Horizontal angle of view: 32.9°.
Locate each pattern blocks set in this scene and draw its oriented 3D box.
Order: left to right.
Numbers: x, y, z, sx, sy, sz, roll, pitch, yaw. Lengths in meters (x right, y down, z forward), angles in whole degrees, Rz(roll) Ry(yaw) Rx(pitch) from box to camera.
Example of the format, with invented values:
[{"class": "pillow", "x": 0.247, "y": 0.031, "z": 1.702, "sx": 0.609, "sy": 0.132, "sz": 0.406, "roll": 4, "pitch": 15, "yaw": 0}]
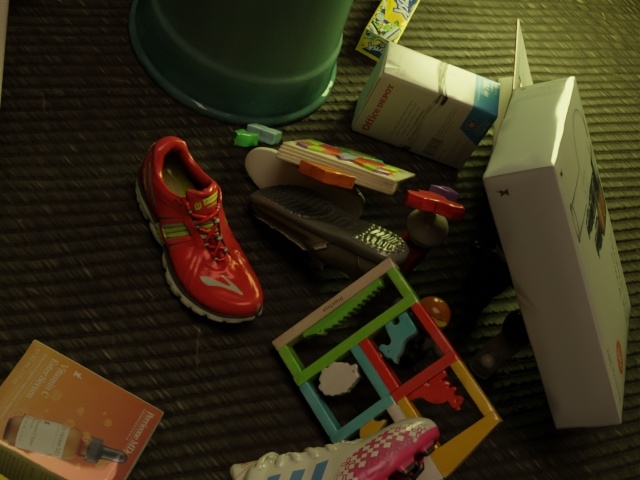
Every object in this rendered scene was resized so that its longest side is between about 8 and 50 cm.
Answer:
[{"class": "pattern blocks set", "x": 0.038, "y": -0.106, "z": 1.513, "sx": 0.325, "sy": 0.026, "sz": 0.285, "roll": 16, "pitch": 12, "yaw": -1}]

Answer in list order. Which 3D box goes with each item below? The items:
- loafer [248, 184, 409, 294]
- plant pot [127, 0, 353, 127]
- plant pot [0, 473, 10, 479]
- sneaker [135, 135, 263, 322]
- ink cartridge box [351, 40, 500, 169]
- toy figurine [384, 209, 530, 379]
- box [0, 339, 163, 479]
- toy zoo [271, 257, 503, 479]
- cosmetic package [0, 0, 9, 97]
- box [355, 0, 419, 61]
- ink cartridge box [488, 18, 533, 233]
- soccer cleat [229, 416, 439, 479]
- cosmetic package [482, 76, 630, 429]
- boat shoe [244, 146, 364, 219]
[{"class": "loafer", "x": 0.000, "y": 0.000, "z": 1.476, "sx": 0.251, "sy": 0.087, "sz": 0.094, "roll": 29, "pitch": 30, "yaw": 29}, {"class": "plant pot", "x": -0.082, "y": -0.401, "z": 1.586, "sx": 0.341, "sy": 0.334, "sz": 0.341, "roll": 11, "pitch": 53, "yaw": -15}, {"class": "plant pot", "x": -0.416, "y": 0.292, "z": 1.008, "sx": 0.239, "sy": 0.254, "sz": 0.254, "roll": 32, "pitch": 48, "yaw": 19}, {"class": "sneaker", "x": -0.160, "y": -0.017, "z": 1.412, "sx": 0.107, "sy": 0.118, "sz": 0.279, "roll": -21, "pitch": 66, "yaw": -33}, {"class": "ink cartridge box", "x": 0.162, "y": -0.206, "z": 1.677, "sx": 0.191, "sy": 0.139, "sz": 0.082, "roll": 21, "pitch": 51, "yaw": -9}, {"class": "toy figurine", "x": 0.194, "y": 0.072, "z": 1.485, "sx": 0.213, "sy": 0.148, "sz": 0.209, "roll": 13, "pitch": 52, "yaw": -15}, {"class": "box", "x": -0.284, "y": 0.217, "z": 1.206, "sx": 0.170, "sy": 0.091, "sz": 0.130, "roll": 29, "pitch": 50, "yaw": -2}, {"class": "toy zoo", "x": 0.091, "y": 0.193, "z": 1.347, "sx": 0.192, "sy": 0.030, "sz": 0.293, "roll": -37, "pitch": 70, "yaw": 8}, {"class": "cosmetic package", "x": -0.463, "y": -0.180, "z": 1.372, "sx": 0.113, "sy": 0.160, "sz": 0.309, "roll": 6, "pitch": 53, "yaw": -20}, {"class": "box", "x": 0.119, "y": -0.374, "z": 1.837, "sx": 0.059, "sy": 0.054, "sz": 0.169, "roll": 29, "pitch": 50, "yaw": -2}, {"class": "ink cartridge box", "x": 0.289, "y": -0.155, "z": 1.645, "sx": 0.060, "sy": 0.239, "sz": 0.275, "roll": -6, "pitch": 48, "yaw": 20}, {"class": "soccer cleat", "x": -0.015, "y": 0.276, "z": 1.232, "sx": 0.331, "sy": 0.116, "sz": 0.143, "roll": -34, "pitch": 67, "yaw": -22}, {"class": "cosmetic package", "x": 0.323, "y": 0.013, "z": 1.431, "sx": 0.377, "sy": 0.097, "sz": 0.284, "roll": 69, "pitch": 28, "yaw": -24}, {"class": "boat shoe", "x": -0.019, "y": -0.086, "z": 1.566, "sx": 0.184, "sy": 0.066, "sz": 0.063, "roll": 21, "pitch": 21, "yaw": 5}]
